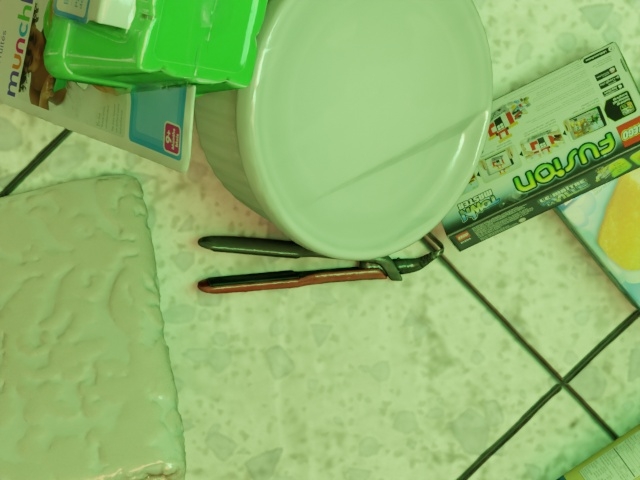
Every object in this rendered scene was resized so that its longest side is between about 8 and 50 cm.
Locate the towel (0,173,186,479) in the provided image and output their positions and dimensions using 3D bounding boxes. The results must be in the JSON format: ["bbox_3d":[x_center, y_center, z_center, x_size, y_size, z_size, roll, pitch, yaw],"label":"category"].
[{"bbox_3d":[-0.287,0.104,1.637,0.317,0.332,0.053,-14,142,0],"label":"towel"}]

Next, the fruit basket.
[{"bbox_3d":[-0.185,-0.249,1.563,0.165,0.353,0.327,4,102,-44],"label":"fruit basket"}]

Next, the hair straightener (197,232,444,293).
[{"bbox_3d":[0.000,0.000,1.752,0.230,0.047,0.089,-2,100,-4],"label":"hair straightener"}]

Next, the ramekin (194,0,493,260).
[{"bbox_3d":[0.011,-0.125,1.645,0.272,0.127,0.273,-9,105,-37],"label":"ramekin"}]

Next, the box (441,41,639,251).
[{"bbox_3d":[0.194,-0.084,1.706,0.207,0.036,0.114,-25,58,12],"label":"box"}]

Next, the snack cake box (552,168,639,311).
[{"bbox_3d":[0.352,-0.069,1.747,0.264,0.089,0.152,-41,99,3],"label":"snack cake box"}]

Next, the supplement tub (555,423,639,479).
[{"bbox_3d":[0.322,0.241,1.767,0.199,0.144,0.144,-34,100,1],"label":"supplement tub"}]
